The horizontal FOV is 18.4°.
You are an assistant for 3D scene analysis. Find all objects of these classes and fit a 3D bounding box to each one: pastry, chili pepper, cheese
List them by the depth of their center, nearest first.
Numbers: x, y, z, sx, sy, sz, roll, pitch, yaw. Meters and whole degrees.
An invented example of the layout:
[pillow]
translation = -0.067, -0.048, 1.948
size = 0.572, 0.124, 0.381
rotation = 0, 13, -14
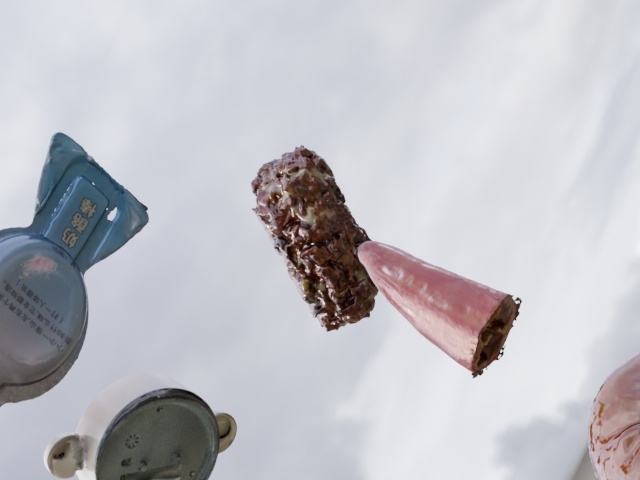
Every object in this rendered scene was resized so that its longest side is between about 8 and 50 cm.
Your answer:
[cheese]
translation = -0.234, 0.034, 1.635
size = 0.135, 0.052, 0.245
rotation = 45, -124, -28
[chili pepper]
translation = 0.101, 0.048, 1.862
size = 0.065, 0.169, 0.088
rotation = -13, -50, -56
[pastry]
translation = -0.001, 0.001, 2.187
size = 0.208, 0.097, 0.115
rotation = 63, -150, -11

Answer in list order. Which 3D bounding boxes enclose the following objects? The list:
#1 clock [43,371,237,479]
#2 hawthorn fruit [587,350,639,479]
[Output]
[clock]
translation = -0.182, 0.221, 2.081
size = 0.229, 0.063, 0.156
rotation = -3, -72, -33
[hawthorn fruit]
translation = 0.312, 0.152, 1.406
size = 0.225, 0.196, 0.196
rotation = 26, -91, -38
